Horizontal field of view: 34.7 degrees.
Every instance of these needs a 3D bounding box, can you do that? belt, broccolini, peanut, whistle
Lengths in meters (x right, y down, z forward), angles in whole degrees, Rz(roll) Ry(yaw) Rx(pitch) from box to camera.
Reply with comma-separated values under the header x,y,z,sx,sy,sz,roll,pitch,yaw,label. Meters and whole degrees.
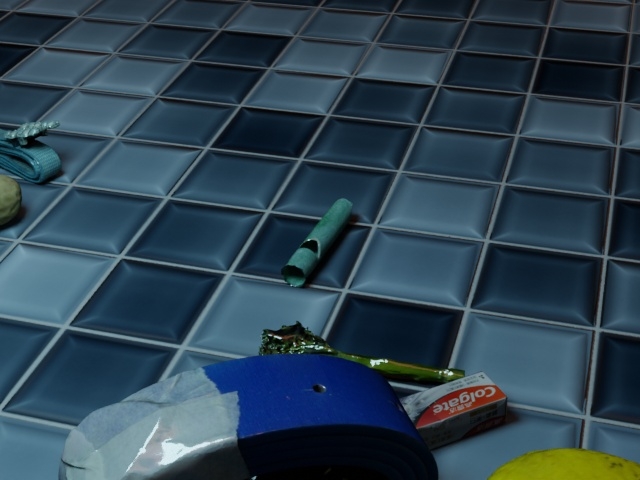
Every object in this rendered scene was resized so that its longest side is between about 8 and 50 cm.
x,y,z,sx,sy,sz,roll,pitch,yaw,label
-0.500,-0.158,1.670,0.179,0.100,0.065,16,34,29,belt
0.047,0.151,1.247,0.254,0.071,0.057,12,-6,9,broccolini
-0.558,-0.069,1.550,0.227,0.086,0.104,7,25,16,peanut
-0.065,0.225,0.969,0.346,0.212,0.117,-8,35,-17,belt
0.000,0.000,1.458,0.039,0.039,0.186,12,36,20,whistle

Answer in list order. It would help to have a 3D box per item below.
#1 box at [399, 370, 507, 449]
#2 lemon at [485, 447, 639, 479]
x,y,z,sx,sy,sz,roll,pitch,yaw,label
0.103,0.205,1.143,0.218,0.040,0.055,-15,35,-18,box
0.228,0.293,0.841,0.253,0.228,0.228,28,40,7,lemon
